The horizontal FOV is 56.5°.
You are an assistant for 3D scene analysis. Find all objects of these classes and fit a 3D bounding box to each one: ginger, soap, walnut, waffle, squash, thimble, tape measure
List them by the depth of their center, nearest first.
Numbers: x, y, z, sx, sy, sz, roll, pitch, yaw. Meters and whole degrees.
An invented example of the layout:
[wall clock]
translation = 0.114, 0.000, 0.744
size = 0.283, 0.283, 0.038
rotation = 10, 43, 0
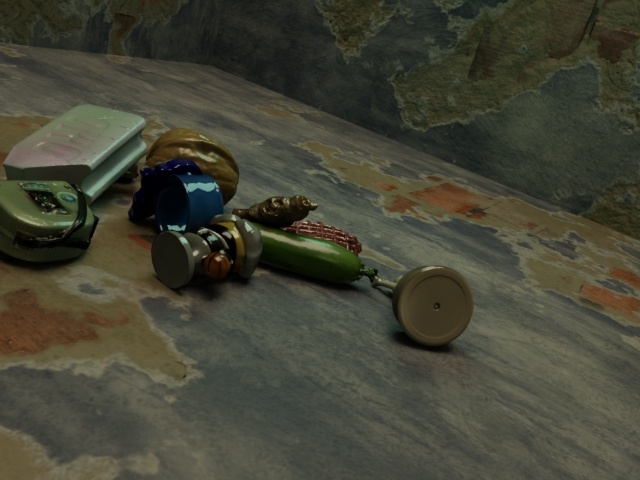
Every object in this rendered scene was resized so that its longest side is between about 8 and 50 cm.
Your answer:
[tape measure]
translation = -0.549, -0.048, 1.217
size = 0.207, 0.115, 0.235
rotation = 34, 20, 23
[squash]
translation = -0.043, 0.034, 1.443
size = 0.378, 0.101, 0.101
rotation = 18, 21, -4
[soap]
translation = -0.600, -0.207, 1.462
size = 0.208, 0.115, 0.347
rotation = 14, 37, 9
[ginger]
translation = -0.115, -0.066, 1.522
size = 0.166, 0.080, 0.333
rotation = 6, -8, -20
[walnut]
translation = -0.342, -0.188, 1.613
size = 0.260, 0.225, 0.225
rotation = 11, 22, -29
[waffle]
translation = 0.000, 0.000, 1.618
size = 0.221, 0.056, 0.234
rotation = 32, 25, 35
[thimble]
translation = -0.564, -0.227, 1.686
size = 0.090, 0.102, 0.115
rotation = 7, 25, -30

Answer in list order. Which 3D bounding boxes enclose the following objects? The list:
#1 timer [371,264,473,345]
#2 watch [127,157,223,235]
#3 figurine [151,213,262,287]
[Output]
[timer]
translation = 0.221, 0.128, 1.397
size = 0.175, 0.175, 0.266
rotation = 12, 3, -13
[watch]
translation = -0.332, -0.079, 1.415
size = 0.171, 0.196, 0.200
rotation = -14, 57, -37
[figurine]
translation = -0.224, 0.023, 1.284
size = 0.176, 0.133, 0.236
rotation = 24, 23, 30
